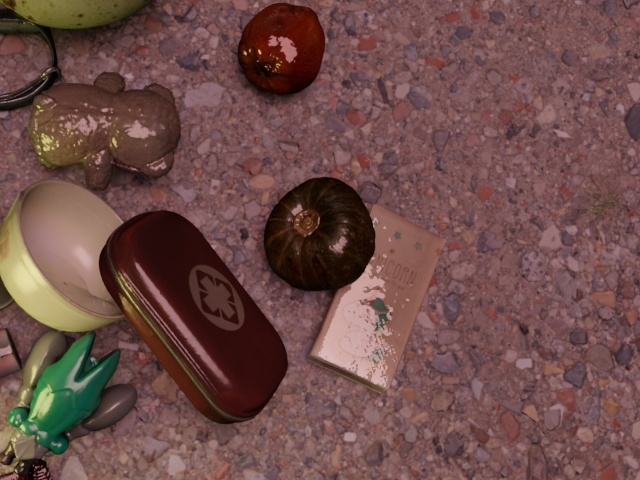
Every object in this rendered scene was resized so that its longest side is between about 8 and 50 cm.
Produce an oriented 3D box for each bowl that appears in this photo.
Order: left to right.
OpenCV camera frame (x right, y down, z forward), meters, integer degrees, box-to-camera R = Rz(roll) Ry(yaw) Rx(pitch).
[{"bbox_3d":[-0.443,0.043,1.492,0.145,0.277,0.277,-36,89,25],"label":"bowl"}]

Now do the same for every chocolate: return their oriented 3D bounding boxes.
[{"bbox_3d":[-0.552,0.439,1.491,0.182,0.028,0.086,-19,94,-17],"label":"chocolate"}]

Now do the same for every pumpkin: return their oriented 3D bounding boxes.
[{"bbox_3d":[0.000,0.000,1.628,0.218,0.162,0.219,-6,68,14],"label":"pumpkin"}]

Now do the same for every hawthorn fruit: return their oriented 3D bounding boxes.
[{"bbox_3d":[-0.076,-0.373,1.688,0.173,0.173,0.179,7,52,-12],"label":"hawthorn fruit"}]

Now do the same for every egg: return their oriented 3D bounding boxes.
[{"bbox_3d":[-0.424,-0.528,1.554,0.379,0.287,0.288,-34,89,-22],"label":"egg"}]

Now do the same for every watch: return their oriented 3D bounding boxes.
[{"bbox_3d":[-0.585,-0.331,1.603,0.206,0.068,0.193,2,83,-9],"label":"watch"}]

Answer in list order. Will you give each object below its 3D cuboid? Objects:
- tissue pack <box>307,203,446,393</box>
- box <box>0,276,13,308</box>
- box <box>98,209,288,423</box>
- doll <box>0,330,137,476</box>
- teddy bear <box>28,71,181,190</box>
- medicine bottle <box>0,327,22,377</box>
[{"bbox_3d":[0.110,0.112,1.679,0.170,0.071,0.326,24,74,-5],"label":"tissue pack"},{"bbox_3d":[-0.746,0.002,1.469,0.372,0.090,0.367,-23,88,-21],"label":"box"},{"bbox_3d":[-0.214,0.127,1.513,0.108,0.263,0.404,-35,95,24],"label":"box"},{"bbox_3d":[-0.454,0.263,1.493,0.258,0.153,0.195,-27,101,-9],"label":"doll"},{"bbox_3d":[-0.389,-0.205,1.578,0.267,0.151,0.236,3,71,-15],"label":"teddy bear"},{"bbox_3d":[-0.614,0.220,1.479,0.187,0.094,0.119,-21,84,-15],"label":"medicine bottle"}]
